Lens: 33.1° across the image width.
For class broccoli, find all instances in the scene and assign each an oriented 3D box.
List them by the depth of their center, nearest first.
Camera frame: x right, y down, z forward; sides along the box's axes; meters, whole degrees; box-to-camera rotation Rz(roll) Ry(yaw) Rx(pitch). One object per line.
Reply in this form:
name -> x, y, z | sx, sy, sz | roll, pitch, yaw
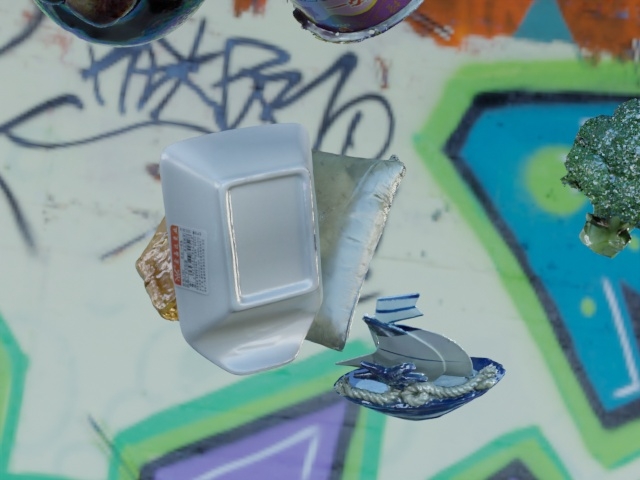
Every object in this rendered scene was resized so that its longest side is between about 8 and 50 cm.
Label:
broccoli -> 0.495, -0.093, 1.710 | 0.269, 0.270, 0.270 | 9, -51, -16

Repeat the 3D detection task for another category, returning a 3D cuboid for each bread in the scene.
bread -> -0.143, 0.024, 1.423 | 0.149, 0.158, 0.143 | 26, 20, -48

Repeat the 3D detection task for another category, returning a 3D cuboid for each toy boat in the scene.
toy boat -> 0.094, 0.156, 1.364 | 0.210, 0.070, 0.291 | -22, -38, 28

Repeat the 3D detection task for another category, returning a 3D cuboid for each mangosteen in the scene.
mangosteen -> -0.275, -0.398, 1.465 | 0.296, 0.313, 0.297 | -9, -49, -11

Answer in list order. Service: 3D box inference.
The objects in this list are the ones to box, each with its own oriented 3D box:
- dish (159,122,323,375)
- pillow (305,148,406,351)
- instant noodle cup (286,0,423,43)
dish -> -0.056, 0.016, 0.998 | 0.154, 0.234, 0.064 | -14, 19, -27
pillow -> 0.000, 0.000, 1.561 | 0.184, 0.303, 0.075 | 12, -17, 27
instant noodle cup -> 0.008, -0.522, 1.748 | 0.339, 0.340, 0.266 | 0, -14, 36
